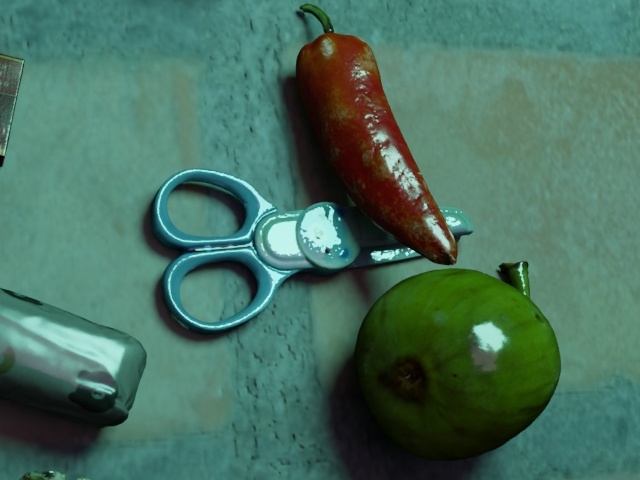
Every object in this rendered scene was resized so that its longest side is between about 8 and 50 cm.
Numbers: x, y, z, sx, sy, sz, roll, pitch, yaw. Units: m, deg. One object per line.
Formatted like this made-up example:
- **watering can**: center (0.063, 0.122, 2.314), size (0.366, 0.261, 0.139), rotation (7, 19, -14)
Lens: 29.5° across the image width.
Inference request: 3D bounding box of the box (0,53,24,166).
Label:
- **box**: center (-0.248, -0.098, 0.882), size (0.052, 0.023, 0.082), rotation (11, 68, -15)

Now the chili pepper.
- **chili pepper**: center (0.031, -0.087, 0.939), size (0.063, 0.071, 0.272), rotation (17, 42, -51)

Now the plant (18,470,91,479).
- **plant**: center (-0.177, 0.201, 0.751), size (0.105, 0.122, 0.116), rotation (2, 77, -8)

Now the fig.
- **fig**: center (0.107, 0.090, 0.902), size (0.142, 0.186, 0.148), rotation (-41, 62, 14)

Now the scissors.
- **scissors**: center (0.000, 0.000, 0.934), size (0.256, 0.030, 0.125), rotation (-5, 75, -20)

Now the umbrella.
- **umbrella**: center (-0.279, 0.043, 0.795), size (0.337, 0.067, 0.073), rotation (20, 52, -12)
